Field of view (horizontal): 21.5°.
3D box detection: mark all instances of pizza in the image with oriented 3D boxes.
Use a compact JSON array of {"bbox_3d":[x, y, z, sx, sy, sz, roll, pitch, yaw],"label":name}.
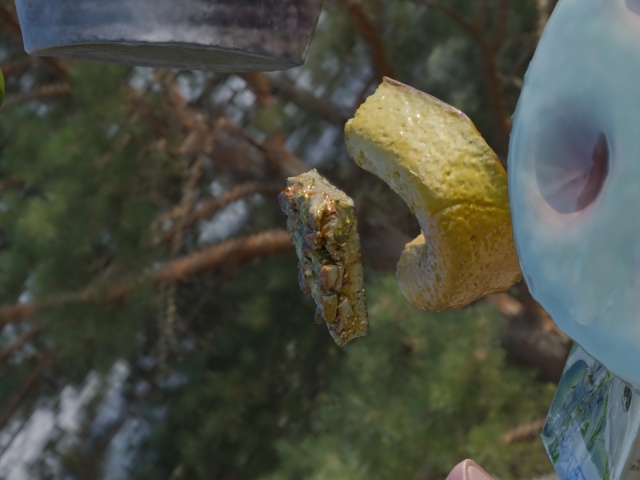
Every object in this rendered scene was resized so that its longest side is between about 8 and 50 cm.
[{"bbox_3d":[0.000,0.000,1.474,0.046,0.175,0.134,-12,-35,-13],"label":"pizza"}]

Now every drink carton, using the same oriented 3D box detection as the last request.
[{"bbox_3d":[0.316,0.102,1.481,0.194,0.132,0.324,-103,26,-61],"label":"drink carton"}]

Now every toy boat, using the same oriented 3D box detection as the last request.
[{"bbox_3d":[-0.103,-0.262,1.414,0.111,0.276,0.293,34,-104,-77],"label":"toy boat"}]

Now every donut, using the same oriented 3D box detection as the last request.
[{"bbox_3d":[0.127,-0.034,1.672,0.101,0.259,0.152,-32,23,-26],"label":"donut"}]

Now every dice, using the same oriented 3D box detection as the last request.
[{"bbox_3d":[0.278,-0.040,0.874,0.262,0.264,0.268,47,119,53],"label":"dice"}]

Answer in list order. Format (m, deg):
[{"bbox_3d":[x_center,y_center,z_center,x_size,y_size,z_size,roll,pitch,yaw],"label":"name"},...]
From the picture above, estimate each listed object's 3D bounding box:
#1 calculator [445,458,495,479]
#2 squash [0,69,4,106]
[{"bbox_3d":[0.156,0.314,1.088,0.048,0.330,0.220,-31,15,30],"label":"calculator"},{"bbox_3d":[-0.297,-0.144,1.213,0.066,0.066,0.201,-55,-38,-7],"label":"squash"}]
